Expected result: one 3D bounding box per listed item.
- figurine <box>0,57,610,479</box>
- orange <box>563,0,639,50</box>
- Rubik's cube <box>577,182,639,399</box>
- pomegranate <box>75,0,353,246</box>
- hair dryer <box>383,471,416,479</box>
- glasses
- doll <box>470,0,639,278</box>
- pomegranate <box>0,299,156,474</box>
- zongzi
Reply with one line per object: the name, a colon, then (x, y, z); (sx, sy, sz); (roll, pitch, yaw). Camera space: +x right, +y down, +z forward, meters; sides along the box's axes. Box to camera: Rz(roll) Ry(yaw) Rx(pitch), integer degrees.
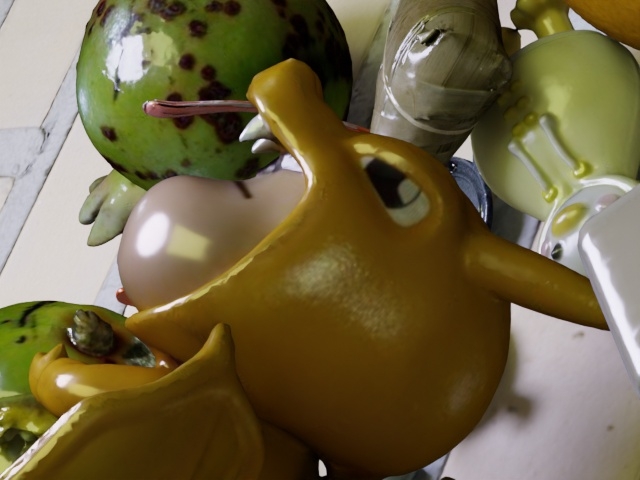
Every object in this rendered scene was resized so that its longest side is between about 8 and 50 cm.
figurine: (-0.015, 0.122, 1.234); (0.387, 0.401, 0.268); (-52, 29, -1)
orange: (0.268, -0.252, 1.321); (0.274, 0.274, 0.274); (-27, 45, 31)
Rubik's cube: (0.376, 0.091, 0.871); (0.344, 0.347, 0.346); (-36, 40, 21)
pomegranate: (-0.117, -0.107, 1.643); (0.306, 0.242, 0.242); (-49, 37, 11)
hair dryer: (0.066, 0.192, 1.381); (0.124, 0.038, 0.063); (30, 85, 47)
glasses: (0.000, 0.000, 1.417); (0.118, 0.268, 0.234); (-38, 38, 50)
doll: (0.179, -0.051, 1.376); (0.141, 0.117, 0.296); (-37, 40, 24)
pomegranate: (-0.216, 0.186, 1.526); (0.341, 0.260, 0.260); (126, 151, -43)
zongzi: (0.070, -0.117, 1.426); (0.189, 0.081, 0.178); (-89, 25, -55)
